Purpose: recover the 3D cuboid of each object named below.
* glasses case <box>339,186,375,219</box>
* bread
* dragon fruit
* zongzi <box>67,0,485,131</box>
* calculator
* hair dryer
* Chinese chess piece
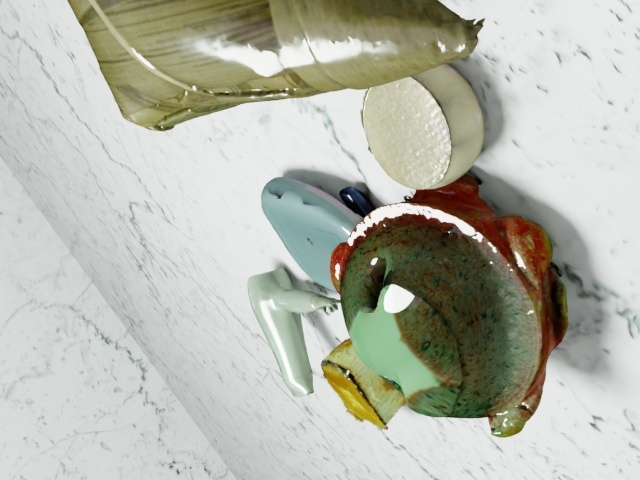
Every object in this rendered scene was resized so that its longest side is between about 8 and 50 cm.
[{"bbox_3d":[0.056,-0.031,0.972,0.083,0.023,0.033,53,163,-8],"label":"glasses case"},{"bbox_3d":[0.063,0.217,1.245,0.140,0.069,0.128,55,156,-12],"label":"bread"},{"bbox_3d":[0.124,0.071,0.839,0.268,0.130,0.295,37,143,12],"label":"dragon fruit"},{"bbox_3d":[-0.109,-0.344,0.634,0.467,0.218,0.500,2,124,53],"label":"zongzi"},{"bbox_3d":[0.000,0.000,1.068,0.299,0.041,0.185,21,146,57],"label":"calculator"},{"bbox_3d":[-0.020,0.131,1.219,0.237,0.075,0.206,-27,81,61],"label":"hair dryer"},{"bbox_3d":[0.093,-0.107,0.749,0.122,0.051,0.122,33,137,38],"label":"Chinese chess piece"}]
